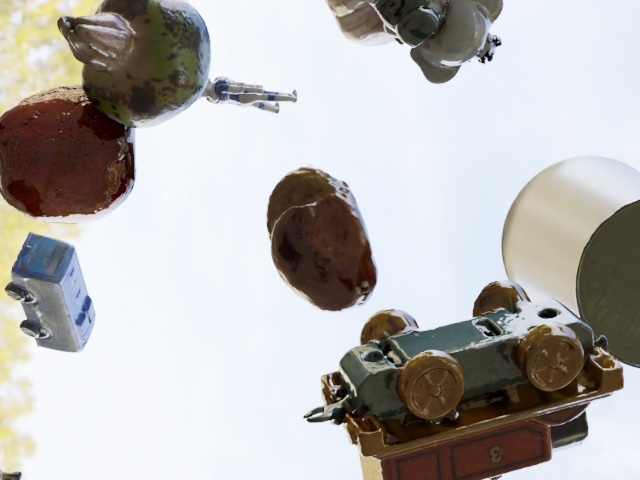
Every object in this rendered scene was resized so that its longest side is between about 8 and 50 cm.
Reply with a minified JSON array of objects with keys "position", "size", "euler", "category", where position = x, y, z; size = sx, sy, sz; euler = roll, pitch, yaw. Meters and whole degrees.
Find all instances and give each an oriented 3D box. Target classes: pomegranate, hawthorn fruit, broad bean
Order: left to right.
[{"position":[-0.268,-0.084,1.300],"size":[0.148,0.172,0.148],"euler":[26,-58,53],"category":"hawthorn fruit"},{"position":[-0.184,-0.180,1.223],"size":[0.125,0.163,0.138],"euler":[20,-86,57],"category":"pomegranate"},{"position":[0.000,0.000,1.893],"size":[0.156,0.122,0.228],"euler":[-30,-100,42],"category":"broad bean"}]

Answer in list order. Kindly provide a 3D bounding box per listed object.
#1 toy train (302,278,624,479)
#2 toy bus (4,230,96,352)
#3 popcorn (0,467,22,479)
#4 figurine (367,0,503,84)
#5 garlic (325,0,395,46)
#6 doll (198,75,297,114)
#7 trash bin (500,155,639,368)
[{"position":[0.161,0.193,1.496],"size":[0.163,0.369,0.231],"euler":[-129,-151,-63],"category":"toy train"},{"position":[-0.374,0.081,1.806],"size":[0.236,0.094,0.079],"euler":[91,21,-59],"category":"toy bus"},{"position":[-0.466,0.248,1.299],"size":[0.349,0.382,0.348],"euler":[-19,-119,39],"category":"popcorn"},{"position":[0.148,-0.279,1.625],"size":[0.147,0.192,0.126],"euler":[-47,-149,28],"category":"figurine"},{"position":[0.130,-0.466,2.019],"size":[0.259,0.318,0.317],"euler":[27,-69,60],"category":"garlic"},{"position":[-0.161,-0.274,2.368],"size":[0.114,0.227,0.057],"euler":[-12,-105,63],"category":"doll"},{"position":[0.441,0.025,1.933],"size":[0.432,0.281,0.280],"euler":[-119,-144,-80],"category":"trash bin"}]
